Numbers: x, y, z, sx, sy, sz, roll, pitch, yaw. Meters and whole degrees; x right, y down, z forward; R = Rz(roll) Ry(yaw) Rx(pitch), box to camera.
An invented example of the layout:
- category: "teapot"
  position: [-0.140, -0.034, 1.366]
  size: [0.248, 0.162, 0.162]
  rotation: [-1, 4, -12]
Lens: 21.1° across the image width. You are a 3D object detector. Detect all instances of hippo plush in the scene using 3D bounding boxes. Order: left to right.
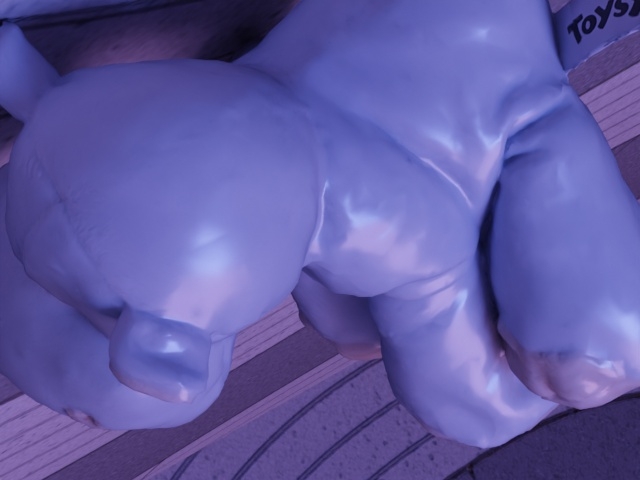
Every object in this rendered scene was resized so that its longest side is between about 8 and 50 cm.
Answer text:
- category: "hippo plush"
  position: [0.000, 0.000, 0.665]
  size: [0.236, 0.234, 0.294]
  rotation: [-28, 170, -36]
